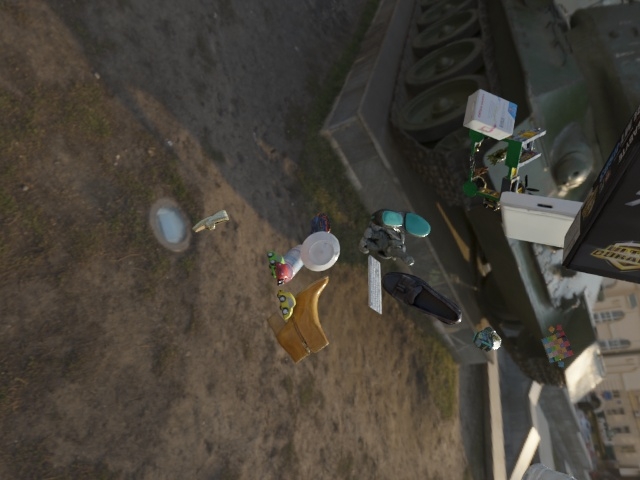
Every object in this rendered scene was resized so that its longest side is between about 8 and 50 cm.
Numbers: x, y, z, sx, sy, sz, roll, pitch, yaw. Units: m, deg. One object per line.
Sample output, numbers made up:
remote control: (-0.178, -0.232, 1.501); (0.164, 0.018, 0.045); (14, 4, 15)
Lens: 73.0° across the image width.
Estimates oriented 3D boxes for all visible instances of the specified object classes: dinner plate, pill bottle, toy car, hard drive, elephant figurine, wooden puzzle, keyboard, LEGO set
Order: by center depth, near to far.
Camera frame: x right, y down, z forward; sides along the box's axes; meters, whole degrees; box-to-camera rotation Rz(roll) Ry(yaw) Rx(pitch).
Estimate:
wooden puzzle: (0.473, 0.212, 0.866); (0.006, 0.049, 0.083); (109, -39, -85)
hard drive: (0.685, -0.055, 1.333); (0.353, 0.233, 0.047); (30, 75, -61)
toy car: (-0.131, 0.113, 1.436); (0.225, 0.053, 0.239); (-116, -162, -48)
dinner plate: (0.001, 0.039, 1.447); (0.141, 0.141, 0.017); (58, -8, -26)
LEGO set: (0.686, -0.297, 1.610); (0.192, 0.255, 0.331); (-26, 120, -32)
keyboard: (0.223, 0.176, 1.769); (0.072, 0.014, 0.256); (31, 43, -28)
pill bottle: (-0.116, 0.086, 1.849); (0.160, 0.087, 0.087); (-49, 119, -48)
elephant figurine: (0.299, 0.023, 1.895); (0.186, 0.240, 0.169); (-61, 173, -32)

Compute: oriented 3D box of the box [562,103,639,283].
box: (0.500, -0.037, 0.525); (0.293, 0.296, 0.073); (80, 28, -54)

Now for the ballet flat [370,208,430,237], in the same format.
ballet flat: (0.318, -0.075, 1.751); (0.281, 0.096, 0.095); (15, 80, -33)

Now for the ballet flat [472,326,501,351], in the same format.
ballet flat: (0.485, 0.289, 1.246); (0.188, 0.070, 0.070); (6, 71, -60)

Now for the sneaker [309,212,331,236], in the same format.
sneaker: (0.000, 0.000, 1.799); (0.083, 0.087, 0.221); (9, 74, -36)

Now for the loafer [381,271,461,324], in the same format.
loafer: (0.353, 0.196, 1.507); (0.109, 0.303, 0.095); (-62, 169, 1)

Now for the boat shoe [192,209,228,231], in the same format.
boat shoe: (-0.393, -0.062, 1.557); (0.135, 0.050, 0.045); (-32, 89, -19)

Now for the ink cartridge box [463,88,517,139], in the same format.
ink cartridge box: (0.450, -0.334, 1.152); (0.123, 0.052, 0.088); (17, 80, -16)

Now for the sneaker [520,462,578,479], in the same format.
sneaker: (0.444, 0.602, 0.844); (0.114, 0.152, 0.305); (39, 63, -22)

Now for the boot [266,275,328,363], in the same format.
boot: (-0.031, 0.292, 1.596); (0.211, 0.295, 0.104); (50, -4, 11)
